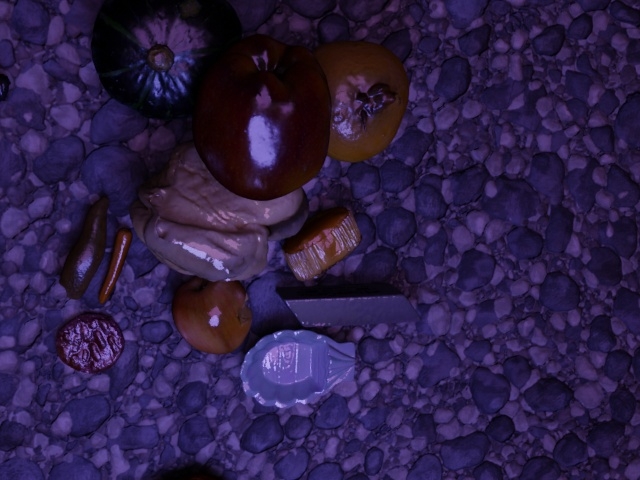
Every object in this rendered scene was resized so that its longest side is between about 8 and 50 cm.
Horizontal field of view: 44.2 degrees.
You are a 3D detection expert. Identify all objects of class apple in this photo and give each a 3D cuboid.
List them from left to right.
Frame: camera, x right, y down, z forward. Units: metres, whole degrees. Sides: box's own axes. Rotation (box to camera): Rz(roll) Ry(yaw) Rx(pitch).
[{"bbox_3d":[-0.244,0.169,1.815,0.199,0.199,0.199,-4,104,-15],"label":"apple"},{"bbox_3d":[-0.112,-0.233,1.540,0.288,0.288,0.317,-4,141,-15],"label":"apple"}]

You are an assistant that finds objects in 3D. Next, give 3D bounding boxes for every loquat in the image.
[{"bbox_3d":[0.072,-0.314,1.742,0.274,0.275,0.275,-4,104,-15],"label":"loquat"}]

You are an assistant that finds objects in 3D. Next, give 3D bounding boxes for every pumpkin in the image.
[{"bbox_3d":[-0.315,-0.394,1.621,0.315,0.238,0.315,-4,116,-9],"label":"pumpkin"}]

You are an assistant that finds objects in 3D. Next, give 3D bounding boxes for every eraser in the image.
[{"bbox_3d":[0.068,0.156,1.927,0.352,0.111,0.077,-1,101,-15],"label":"eraser"}]

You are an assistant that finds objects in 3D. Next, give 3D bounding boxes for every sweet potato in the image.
[{"bbox_3d":[-0.518,0.019,1.749,0.077,0.077,0.244,20,98,-19],"label":"sweet potato"}]

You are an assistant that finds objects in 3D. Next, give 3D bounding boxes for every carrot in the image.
[{"bbox_3d":[-0.469,0.062,1.793,0.037,0.037,0.190,17,99,-19],"label":"carrot"}]

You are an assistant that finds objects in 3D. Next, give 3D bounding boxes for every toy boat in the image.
[{"bbox_3d":[-0.060,0.301,1.931,0.290,0.100,0.200,-1,103,-15],"label":"toy boat"}]

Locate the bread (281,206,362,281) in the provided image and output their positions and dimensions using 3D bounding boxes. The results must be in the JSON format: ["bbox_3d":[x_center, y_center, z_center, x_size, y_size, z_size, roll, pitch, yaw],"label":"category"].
[{"bbox_3d":[0.000,0.000,1.860,0.190,0.132,0.114,-33,110,-10],"label":"bread"}]

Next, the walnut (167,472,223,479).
[{"bbox_3d":[-0.331,0.693,1.891,0.268,0.222,0.244,-15,98,4],"label":"walnut"}]

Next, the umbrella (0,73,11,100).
[{"bbox_3d":[-0.798,-0.334,1.579,0.325,0.094,0.090,9,73,-18],"label":"umbrella"}]

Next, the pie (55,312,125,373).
[{"bbox_3d":[-0.530,0.239,1.818,0.154,0.036,0.155,-3,103,-14],"label":"pie"}]

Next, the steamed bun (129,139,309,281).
[{"bbox_3d":[-0.226,-0.055,1.720,0.324,0.230,0.372,38,56,6],"label":"steamed bun"}]
